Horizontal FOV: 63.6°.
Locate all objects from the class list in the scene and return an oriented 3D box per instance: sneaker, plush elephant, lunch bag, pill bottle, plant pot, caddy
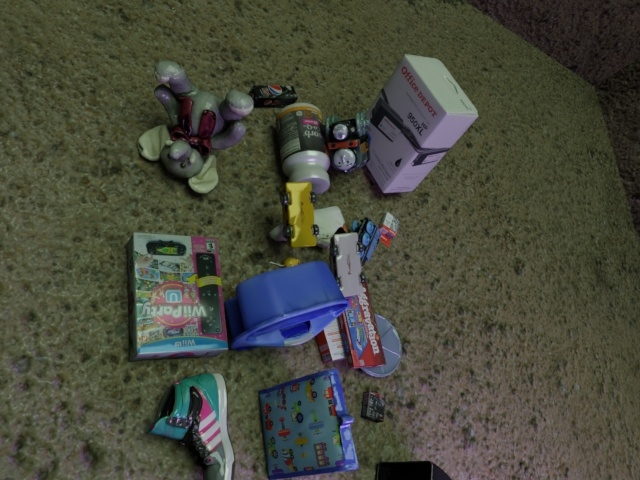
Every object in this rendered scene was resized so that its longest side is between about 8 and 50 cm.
[{"bbox_3d":[-0.021,-0.027,1.611,0.290,0.106,0.123,-17,74,-40],"label":"sneaker"},{"bbox_3d":[-0.362,-0.289,1.437,0.272,0.330,0.255,25,77,-6],"label":"plush elephant"},{"bbox_3d":[-0.019,0.445,1.248,0.138,0.293,0.220,4,65,-32],"label":"lunch bag"},{"bbox_3d":[-0.297,0.446,1.168,0.178,0.124,0.295,10,54,-36],"label":"sneaker"},{"bbox_3d":[-0.054,-0.295,1.690,0.162,0.162,0.278,5,64,-32],"label":"pill bottle"},{"bbox_3d":[0.270,0.714,1.394,0.167,0.188,0.187,33,51,-33],"label":"plant pot"},{"bbox_3d":[-0.087,0.191,1.364,0.341,0.241,0.179,-12,70,-32],"label":"caddy"}]

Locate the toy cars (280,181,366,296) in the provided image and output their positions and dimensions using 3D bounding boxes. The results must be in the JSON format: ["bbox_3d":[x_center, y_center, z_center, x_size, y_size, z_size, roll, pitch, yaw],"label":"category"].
[{"bbox_3d":[0.000,0.000,1.513,0.393,0.087,0.176,47,71,-16],"label":"toy cars"}]

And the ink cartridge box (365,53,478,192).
[{"bbox_3d":[0.312,-0.400,1.811,0.166,0.395,0.285,-8,60,-37],"label":"ink cartridge box"}]

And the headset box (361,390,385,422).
[{"bbox_3d":[0.156,0.485,1.518,0.062,0.032,0.083,25,54,-22],"label":"headset box"}]

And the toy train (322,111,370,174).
[{"bbox_3d":[0.099,-0.330,1.734,0.334,0.142,0.190,-55,139,-72],"label":"toy train"}]

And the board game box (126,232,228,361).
[{"bbox_3d":[-0.364,0.141,1.302,0.224,0.097,0.303,4,66,-32],"label":"board game box"}]

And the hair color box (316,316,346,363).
[{"bbox_3d":[0.034,0.272,1.531,0.093,0.053,0.167,-3,67,-37],"label":"hair color box"}]

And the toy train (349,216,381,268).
[{"bbox_3d":[0.136,0.013,1.704,0.105,0.080,0.184,55,49,-44],"label":"toy train"}]

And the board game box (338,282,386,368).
[{"bbox_3d":[0.113,0.242,1.559,0.145,0.027,0.281,9,60,-44],"label":"board game box"}]

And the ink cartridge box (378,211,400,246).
[{"bbox_3d":[0.242,-0.040,1.846,0.063,0.029,0.115,35,52,-15],"label":"ink cartridge box"}]

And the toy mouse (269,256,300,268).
[{"bbox_3d":[-0.059,0.114,1.562,0.161,0.031,0.143,-9,72,-37],"label":"toy mouse"}]

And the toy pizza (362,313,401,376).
[{"bbox_3d":[0.166,0.325,1.607,0.201,0.032,0.201,15,59,-26],"label":"toy pizza"}]

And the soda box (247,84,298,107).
[{"bbox_3d":[-0.165,-0.498,1.785,0.169,0.060,0.053,-12,73,-37],"label":"soda box"}]
